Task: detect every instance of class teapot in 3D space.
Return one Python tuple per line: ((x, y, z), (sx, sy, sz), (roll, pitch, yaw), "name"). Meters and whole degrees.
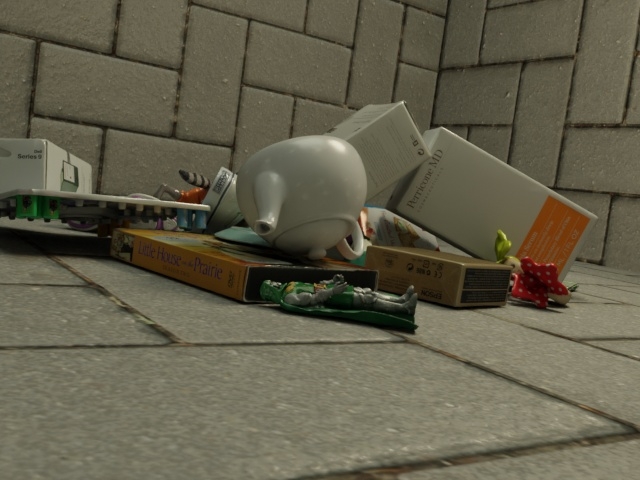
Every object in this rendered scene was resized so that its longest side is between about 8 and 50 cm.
((-0.021, -0.054, 1.249), (0.256, 0.187, 0.252), (-10, -18, -16), "teapot")

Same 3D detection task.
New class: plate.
((-0.119, -0.007, 1.414), (0.188, 0.024, 0.188), (10, 3, -1), "plate")

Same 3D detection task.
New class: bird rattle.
((0.470, 0.078, 1.551), (0.207, 0.143, 0.253), (24, -1, -28), "bird rattle")

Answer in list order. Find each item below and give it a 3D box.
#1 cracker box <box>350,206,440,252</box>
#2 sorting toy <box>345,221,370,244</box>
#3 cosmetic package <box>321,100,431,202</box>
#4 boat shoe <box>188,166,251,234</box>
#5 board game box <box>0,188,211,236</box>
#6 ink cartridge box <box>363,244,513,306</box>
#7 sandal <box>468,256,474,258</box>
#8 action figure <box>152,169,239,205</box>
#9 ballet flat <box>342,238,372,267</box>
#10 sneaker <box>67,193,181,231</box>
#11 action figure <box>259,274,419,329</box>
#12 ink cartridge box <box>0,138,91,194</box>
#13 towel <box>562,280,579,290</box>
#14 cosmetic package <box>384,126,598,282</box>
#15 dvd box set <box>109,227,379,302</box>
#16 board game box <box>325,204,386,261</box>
((0.188, 0.001, 1.799), (0.232, 0.155, 0.067), (6, -38, -27), "cracker box")
((0.000, 0.000, 1.772), (0.126, 0.127, 0.365), (32, -20, -31), "sorting toy")
((0.035, -0.158, 1.630), (0.385, 0.156, 0.217), (-34, 17, -13), "cosmetic package")
((-0.203, -0.046, 1.615), (0.156, 0.136, 0.367), (28, -26, -8), "boat shoe")
((-0.492, -0.046, 1.444), (0.390, 0.050, 0.390), (3, -5, -43), "board game box")
((0.234, 0.070, 1.411), (0.235, 0.088, 0.193), (11, 4, 44), "ink cartridge box")
((0.374, 0.068, 1.913), (0.097, 0.054, 0.254), (3, 6, -44), "sandal")
((-0.251, -0.125, 1.995), (0.341, 0.178, 0.330), (6, 13, 36), "action figure")
((0.098, 0.040, 1.574), (0.083, 0.087, 0.247), (7, 4, -4), "ballet flat")
((-0.488, -0.070, 1.794), (0.305, 0.114, 0.152), (8, 5, 9), "sneaker")
((0.025, 0.086, 1.048), (0.232, 0.063, 0.137), (4, 7, -1), "action figure")
((-0.632, -0.129, 1.486), (0.211, 0.121, 0.289), (0, -4, -1), "ink cartridge box")
((0.631, 0.123, 1.908), (0.113, 0.023, 0.152), (8, 6, 30), "towel")
((0.416, -0.070, 1.735), (0.453, 0.230, 0.161), (28, 2, -7), "cosmetic package")
((-0.147, 0.041, 1.288), (0.308, 0.062, 0.420), (5, 5, -44), "dvd box set")
((0.092, -0.026, 1.996), (0.224, 0.097, 0.303), (12, 18, 37), "board game box")
